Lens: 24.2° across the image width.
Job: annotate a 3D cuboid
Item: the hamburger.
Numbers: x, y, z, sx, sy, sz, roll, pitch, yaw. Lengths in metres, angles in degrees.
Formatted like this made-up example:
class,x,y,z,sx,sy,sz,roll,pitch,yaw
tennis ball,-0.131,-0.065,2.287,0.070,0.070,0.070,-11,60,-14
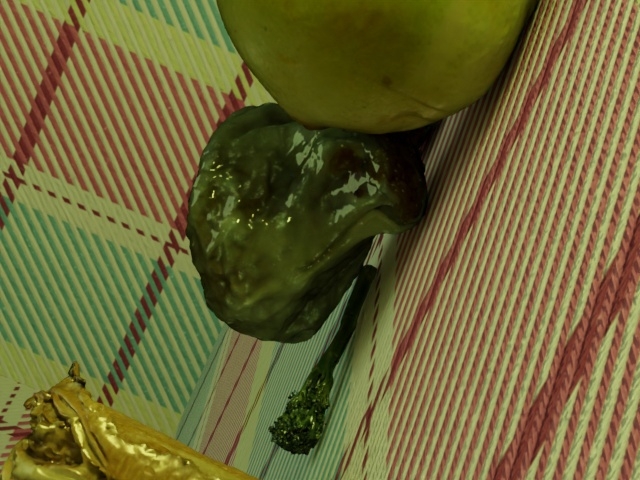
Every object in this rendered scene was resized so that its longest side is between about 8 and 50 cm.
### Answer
class,x,y,z,sx,sy,sz,roll,pitch,yaw
hamburger,-0.144,0.234,1.275,0.158,0.318,0.318,-56,4,-9

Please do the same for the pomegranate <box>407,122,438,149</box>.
class,x,y,z,sx,sy,sz,roll,pitch,yaw
pomegranate,0.056,-0.165,1.668,0.148,0.169,0.148,-27,-32,-19

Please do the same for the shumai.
class,x,y,z,sx,sy,sz,roll,pitch,yaw
shumai,0.000,0.000,1.508,0.225,0.222,0.261,-41,-43,-48

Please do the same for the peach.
class,x,y,z,sx,sy,sz,roll,pitch,yaw
peach,0.050,-0.263,1.367,0.315,0.281,0.314,-46,38,46

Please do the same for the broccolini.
class,x,y,z,sx,sy,sz,roll,pitch,yaw
broccolini,0.013,0.121,1.557,0.239,0.051,0.054,-62,-2,-33
